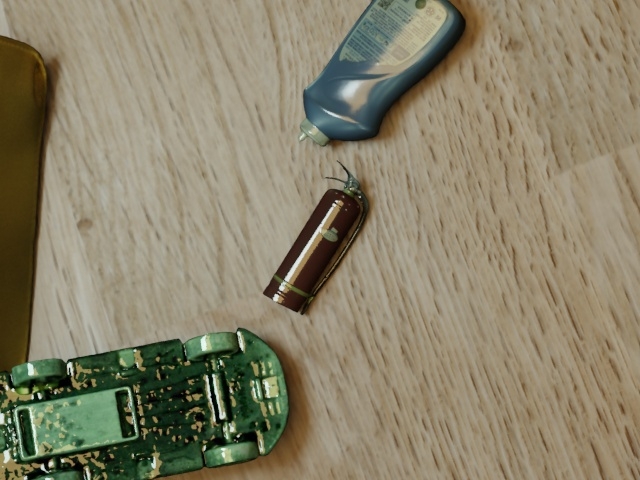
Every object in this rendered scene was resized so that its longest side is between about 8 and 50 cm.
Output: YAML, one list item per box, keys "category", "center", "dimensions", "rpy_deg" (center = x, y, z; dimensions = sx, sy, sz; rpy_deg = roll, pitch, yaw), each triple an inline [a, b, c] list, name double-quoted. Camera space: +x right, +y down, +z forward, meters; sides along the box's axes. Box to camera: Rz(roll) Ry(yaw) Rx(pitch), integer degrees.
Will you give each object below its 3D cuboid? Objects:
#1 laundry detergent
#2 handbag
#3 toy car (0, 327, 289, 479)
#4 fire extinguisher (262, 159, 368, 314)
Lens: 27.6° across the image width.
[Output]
- category: "laundry detergent"
  center: [0.052, -0.174, 1.338]
  dimensions: [0.096, 0.061, 0.206]
  rpy_deg: [42, 95, 10]
- category: "handbag"
  center: [-0.409, -0.023, 1.313]
  dimensions: [0.133, 0.283, 0.401]
  rpy_deg: [5, 88, 16]
- category: "toy car"
  center: [-0.188, 0.181, 1.329]
  dimensions: [0.306, 0.125, 0.136]
  rpy_deg: [-10, 77, -11]
- category: "fire extinguisher"
  center: [0.000, 0.000, 1.344]
  dimensions: [0.064, 0.043, 0.158]
  rpy_deg: [32, 93, -17]
